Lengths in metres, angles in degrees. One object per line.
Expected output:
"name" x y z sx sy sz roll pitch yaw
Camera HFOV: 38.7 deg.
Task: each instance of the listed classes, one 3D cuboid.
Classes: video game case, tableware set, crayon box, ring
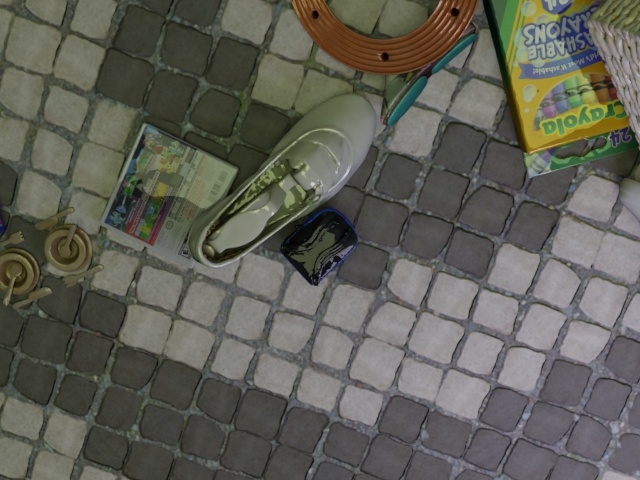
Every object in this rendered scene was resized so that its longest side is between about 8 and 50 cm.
"video game case" -0.265 -0.078 1.596 0.183 0.023 0.201 26 103 -3
"tableware set" -0.499 0.038 1.621 0.194 0.039 0.128 -24 100 7
"crayon box" 0.406 -0.276 1.494 0.203 0.083 0.323 -16 101 6
"ring" 0.097 -0.430 1.439 0.336 0.032 0.337 10 116 22

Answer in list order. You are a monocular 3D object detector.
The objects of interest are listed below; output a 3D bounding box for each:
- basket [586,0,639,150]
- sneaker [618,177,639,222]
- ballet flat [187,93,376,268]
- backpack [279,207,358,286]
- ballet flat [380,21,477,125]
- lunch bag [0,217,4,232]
"basket" 0.618 -0.267 1.314 0.331 0.266 0.328 -42 126 -5
"sneaker" 0.592 0.032 1.539 0.292 0.108 0.169 33 98 -6
"ballet flat" -0.058 -0.084 1.520 0.400 0.139 0.139 -40 98 6
"backpack" 0.000 0.000 1.560 0.120 0.101 0.098 -43 99 6
"ballet flat" 0.161 -0.291 1.514 0.079 0.077 0.221 45 96 12
"lunch bag" -0.732 -0.085 1.577 0.293 0.138 0.221 -8 103 17
